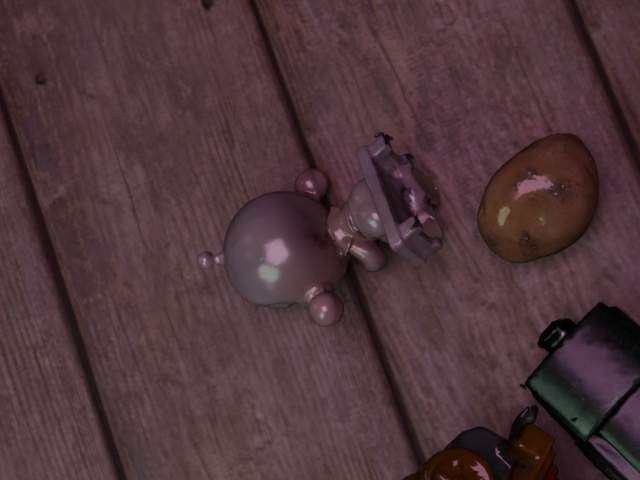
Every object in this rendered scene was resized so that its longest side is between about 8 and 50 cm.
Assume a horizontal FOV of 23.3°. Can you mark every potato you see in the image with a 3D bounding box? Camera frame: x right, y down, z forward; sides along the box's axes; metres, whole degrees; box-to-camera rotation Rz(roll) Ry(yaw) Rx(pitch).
[{"bbox_3d":[0.230,-0.041,1.617,0.112,0.112,0.147,45,104,18],"label":"potato"}]

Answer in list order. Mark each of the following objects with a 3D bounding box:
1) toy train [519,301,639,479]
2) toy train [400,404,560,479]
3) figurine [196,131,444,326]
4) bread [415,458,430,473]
[{"bbox_3d":[0.333,0.195,1.511,0.330,0.178,0.138,44,95,19],"label":"toy train"},{"bbox_3d":[0.156,0.332,1.489,0.231,0.163,0.369,29,69,3],"label":"toy train"},{"bbox_3d":[-0.002,0.002,1.662,0.256,0.144,0.182,-25,79,15],"label":"figurine"},{"bbox_3d":[0.165,0.284,1.618,0.157,0.044,0.052,40,88,18],"label":"bread"}]
